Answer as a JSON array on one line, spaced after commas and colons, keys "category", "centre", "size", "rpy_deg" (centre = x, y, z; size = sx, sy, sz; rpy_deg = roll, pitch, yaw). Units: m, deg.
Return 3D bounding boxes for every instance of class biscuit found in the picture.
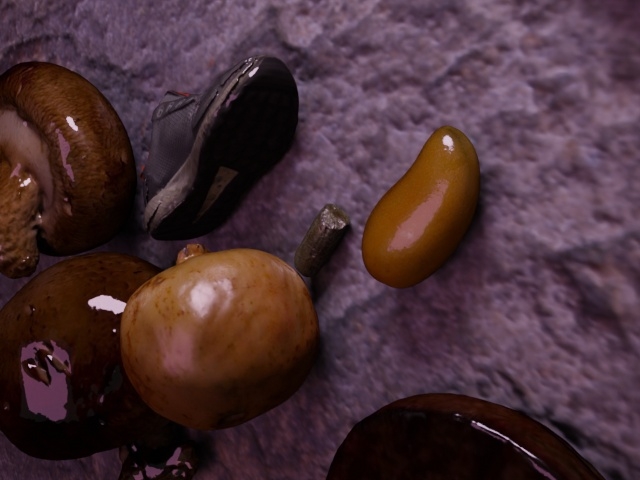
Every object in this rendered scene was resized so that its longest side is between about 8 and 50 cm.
[{"category": "biscuit", "centre": [0.171, 0.359, 0.752], "size": [0.408, 0.091, 0.407], "rpy_deg": [13, 109, 40]}]

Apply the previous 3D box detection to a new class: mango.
[{"category": "mango", "centre": [0.111, -0.030, 0.738], "size": [0.102, 0.085, 0.184], "rpy_deg": [44, 114, 32]}]

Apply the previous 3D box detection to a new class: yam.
[{"category": "yam", "centre": [0.000, 0.000, 0.867], "size": [0.043, 0.043, 0.094], "rpy_deg": [49, 128, 24]}]

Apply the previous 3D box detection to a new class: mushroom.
[{"category": "mushroom", "centre": [-0.310, 0.196, 1.076], "size": [0.331, 0.356, 0.334], "rpy_deg": [-34, 50, 23]}, {"category": "mushroom", "centre": [-0.434, -0.127, 1.136], "size": [0.345, 0.239, 0.345], "rpy_deg": [1, 94, 21]}]

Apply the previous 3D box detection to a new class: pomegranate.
[{"category": "pomegranate", "centre": [-0.125, 0.115, 0.874], "size": [0.248, 0.248, 0.248], "rpy_deg": [9, 104, 41]}]

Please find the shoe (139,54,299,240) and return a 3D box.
[{"category": "shoe", "centre": [-0.153, -0.151, 0.934], "size": [0.336, 0.132, 0.171], "rpy_deg": [-47, 58, 40]}]
